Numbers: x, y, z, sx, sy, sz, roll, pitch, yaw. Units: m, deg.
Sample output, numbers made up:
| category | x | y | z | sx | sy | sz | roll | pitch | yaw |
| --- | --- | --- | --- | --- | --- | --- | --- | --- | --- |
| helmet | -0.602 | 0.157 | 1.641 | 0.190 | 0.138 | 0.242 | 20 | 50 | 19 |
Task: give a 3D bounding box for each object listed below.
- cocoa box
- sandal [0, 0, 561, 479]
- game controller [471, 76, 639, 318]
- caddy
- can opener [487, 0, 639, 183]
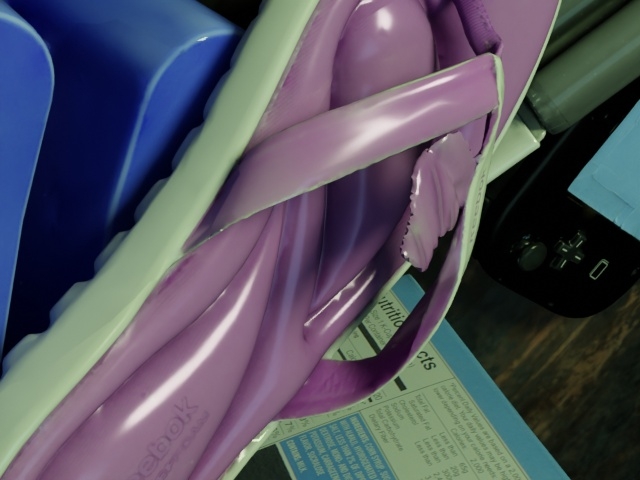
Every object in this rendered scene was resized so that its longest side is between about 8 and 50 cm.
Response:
| category | x | y | z | sx | sy | sz | roll | pitch | yaw |
| --- | --- | --- | --- | --- | --- | --- | --- | --- | --- |
| cocoa box | 0.023 | 0.243 | 0.697 | 0.228 | 0.231 | 0.347 | -19 | 124 | -11 |
| sandal | 0.007 | 0.007 | 0.467 | 0.416 | 0.102 | 0.169 | -54 | 141 | -8 |
| game controller | 0.227 | -0.090 | 0.695 | 0.166 | 0.067 | 0.319 | 29 | 105 | -35 |
| caddy | -0.163 | 0.008 | 0.508 | 0.241 | 0.179 | 0.341 | -6 | 118 | -46 |
| can opener | 0.121 | -0.099 | 0.601 | 0.280 | 0.074 | 0.093 | -34 | 156 | 10 |
